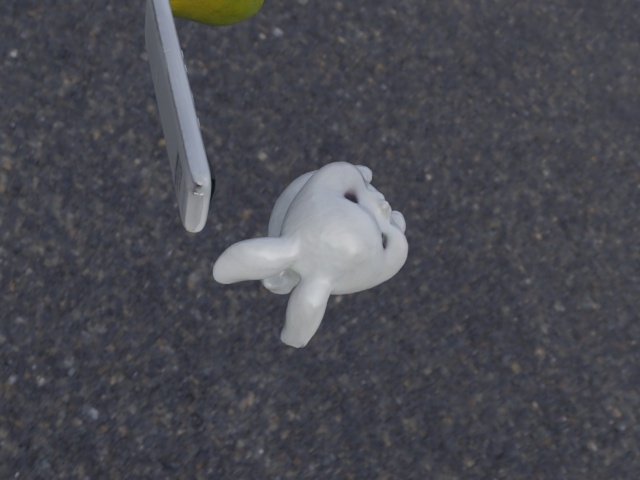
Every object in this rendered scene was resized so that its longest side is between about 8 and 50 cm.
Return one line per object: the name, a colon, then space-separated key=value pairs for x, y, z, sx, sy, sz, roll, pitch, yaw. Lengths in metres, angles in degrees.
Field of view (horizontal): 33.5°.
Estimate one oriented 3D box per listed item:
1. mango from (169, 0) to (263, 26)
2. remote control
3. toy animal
mango: x=-0.180 y=-0.397 z=1.715 sx=0.191 sy=0.122 sz=0.086 roll=-5 pitch=81 yaw=-31
remote control: x=-0.123 y=-0.120 z=0.923 sx=0.029 sy=0.067 sz=0.261 roll=-4 pitch=49 yaw=-16
toy animal: x=-0.003 y=0.004 z=1.076 sx=0.127 sy=0.178 sz=0.193 roll=52 pitch=10 yaw=-10
